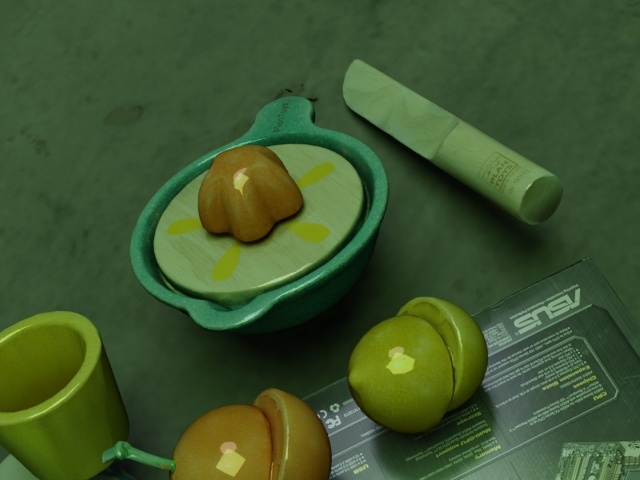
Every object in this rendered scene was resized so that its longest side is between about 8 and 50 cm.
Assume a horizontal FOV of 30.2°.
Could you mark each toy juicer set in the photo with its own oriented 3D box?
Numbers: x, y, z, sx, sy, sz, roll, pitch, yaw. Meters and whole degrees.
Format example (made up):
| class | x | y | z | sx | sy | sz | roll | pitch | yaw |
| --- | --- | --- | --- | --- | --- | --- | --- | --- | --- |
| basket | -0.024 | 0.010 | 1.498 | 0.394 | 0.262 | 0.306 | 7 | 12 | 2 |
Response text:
| class | x | y | z | sx | sy | sz | roll | pitch | yaw |
| --- | --- | --- | --- | --- | --- | --- | --- | --- | --- |
| toy juicer set | 0.000 | 0.000 | 0.576 | 0.209 | 0.089 | 0.329 | 16 | 51 | 37 |

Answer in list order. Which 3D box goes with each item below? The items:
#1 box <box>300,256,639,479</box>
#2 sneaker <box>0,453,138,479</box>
| class | x | y | z | sx | sy | sz | roll | pitch | yaw |
| --- | --- | --- | --- | --- | --- | --- | --- | --- | --- |
| box | 0.072 | 0.135 | 0.549 | 0.231 | 0.056 | 0.183 | -27 | 59 | -4 |
| sneaker | -0.097 | 0.155 | 0.537 | 0.085 | 0.086 | 0.237 | -32 | 38 | -16 |
